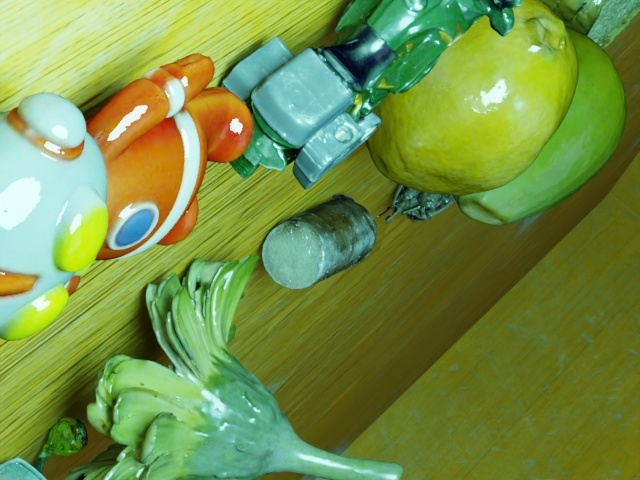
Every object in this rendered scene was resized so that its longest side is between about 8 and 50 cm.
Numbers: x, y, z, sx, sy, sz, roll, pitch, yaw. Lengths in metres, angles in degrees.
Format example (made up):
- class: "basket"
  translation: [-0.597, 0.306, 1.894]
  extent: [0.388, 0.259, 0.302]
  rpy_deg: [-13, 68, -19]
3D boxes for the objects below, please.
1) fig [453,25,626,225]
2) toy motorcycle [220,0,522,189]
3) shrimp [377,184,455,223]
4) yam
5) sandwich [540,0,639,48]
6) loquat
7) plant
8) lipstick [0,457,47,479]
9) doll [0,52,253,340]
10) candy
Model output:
- class: "fig"
  translation: [0.212, -0.128, 1.581]
  extent: [0.230, 0.207, 0.207]
  rpy_deg: [-41, 167, -4]
- class: "toy motorcycle"
  translation: [0.043, -0.148, 1.104]
  extent: [0.274, 0.125, 0.187]
  rpy_deg: [-42, 176, -28]
- class: "shrimp"
  translation: [0.142, -0.066, 1.834]
  extent: [0.190, 0.075, 0.073]
  rpy_deg: [-26, -169, -34]
- class: "yam"
  translation: [0.002, 0.001, 1.526]
  extent: [0.079, 0.079, 0.141]
  rpy_deg: [-54, 165, 26]
- class: "sandwich"
  translation: [0.343, -0.314, 1.707]
  extent: [0.251, 0.087, 0.226]
  rpy_deg: [-47, 170, -19]
- class: "loquat"
  translation: [0.127, -0.132, 1.310]
  extent: [0.187, 0.176, 0.234]
  rpy_deg: [-39, -175, -35]
- class: "plant"
  translation: [-0.109, 0.178, 1.357]
  extent: [0.261, 0.297, 0.306]
  rpy_deg: [-31, -150, 39]
- class: "lipstick"
  translation: [-0.314, 0.303, 1.354]
  extent: [0.077, 0.079, 0.253]
  rpy_deg: [-34, 162, -50]
- class: "doll"
  translation: [-0.149, -0.020, 0.858]
  extent: [0.200, 0.105, 0.336]
  rpy_deg: [-53, 168, 23]
- class: "candy"
  translation: [-0.264, 0.211, 1.374]
  extent: [0.123, 0.035, 0.035]
  rpy_deg: [-44, 167, 17]
